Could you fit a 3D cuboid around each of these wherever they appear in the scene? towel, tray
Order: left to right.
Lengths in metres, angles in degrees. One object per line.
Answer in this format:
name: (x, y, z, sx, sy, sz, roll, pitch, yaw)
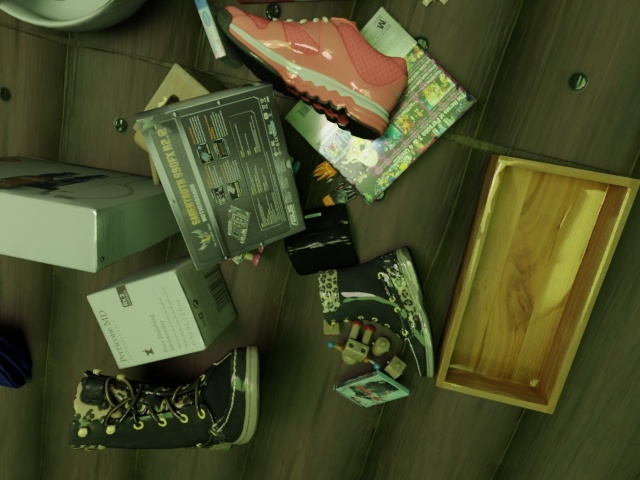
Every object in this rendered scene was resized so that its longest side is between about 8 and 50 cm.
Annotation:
towel: (-0.814, 0.219, 0.907, 0.309, 0.076, 0.227, 11, 139, 4)
tray: (0.341, 0.077, 0.711, 0.203, 0.076, 0.410, 12, 107, 6)

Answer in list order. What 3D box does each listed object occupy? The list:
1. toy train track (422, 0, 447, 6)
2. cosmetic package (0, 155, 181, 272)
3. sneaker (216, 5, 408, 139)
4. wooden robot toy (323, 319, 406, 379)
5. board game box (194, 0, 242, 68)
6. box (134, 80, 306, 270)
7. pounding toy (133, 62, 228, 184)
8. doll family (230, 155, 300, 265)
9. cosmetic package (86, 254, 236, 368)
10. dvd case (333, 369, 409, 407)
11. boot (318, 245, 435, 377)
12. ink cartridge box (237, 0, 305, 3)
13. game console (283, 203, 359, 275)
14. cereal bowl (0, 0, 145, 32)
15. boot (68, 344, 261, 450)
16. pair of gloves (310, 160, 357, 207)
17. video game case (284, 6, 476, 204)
toy train track: (0.189, -0.400, 0.645, 0.048, 0.014, 0.083, 41, 106, -2)
cosmetic package: (-0.450, -0.065, 0.701, 0.378, 0.284, 0.097, 10, 104, 7)
sneaker: (-0.009, -0.283, 0.640, 0.314, 0.116, 0.136, 34, 91, 6)
wooden robot toy: (0.074, 0.209, 0.807, 0.174, 0.076, 0.079, 25, 142, 3)
board game box: (-0.163, -0.334, 0.683, 0.020, 0.090, 0.089, -19, 100, 10)
box: (-0.134, -0.091, 0.611, 0.183, 0.056, 0.230, -22, 120, -15)
pounding toy: (-0.245, -0.185, 0.674, 0.094, 0.206, 0.181, 42, 107, -2)
doll family: (-0.154, -0.085, 0.742, 0.163, 0.118, 0.262, 20, 112, -14)
cosmetic package: (-0.288, 0.124, 0.788, 0.184, 0.151, 0.151, -17, 100, 14)
dvd case: (0.096, 0.285, 0.801, 0.087, 0.013, 0.120, 37, 133, -22)
boot: (0.104, 0.141, 0.760, 0.179, 0.085, 0.236, -13, 94, 13)
ink cartridge box: (-0.064, -0.414, 0.545, 0.208, 0.283, 0.117, 3, 104, 9)
game console: (0.000, 0.000, 0.777, 0.122, 0.071, 0.107, -11, 75, 12)
cereal bowl: (-0.385, -0.497, 0.653, 0.340, 0.141, 0.338, 2, 104, 10)
boot: (-0.266, 0.281, 0.726, 0.285, 0.138, 0.377, 10, 144, -19)
pair of gloves: (0.026, -0.104, 0.751, 0.074, 0.010, 0.083, -25, 99, 15)
video game case: (0.091, -0.212, 0.688, 0.210, 0.042, 0.232, 46, 107, 3)
